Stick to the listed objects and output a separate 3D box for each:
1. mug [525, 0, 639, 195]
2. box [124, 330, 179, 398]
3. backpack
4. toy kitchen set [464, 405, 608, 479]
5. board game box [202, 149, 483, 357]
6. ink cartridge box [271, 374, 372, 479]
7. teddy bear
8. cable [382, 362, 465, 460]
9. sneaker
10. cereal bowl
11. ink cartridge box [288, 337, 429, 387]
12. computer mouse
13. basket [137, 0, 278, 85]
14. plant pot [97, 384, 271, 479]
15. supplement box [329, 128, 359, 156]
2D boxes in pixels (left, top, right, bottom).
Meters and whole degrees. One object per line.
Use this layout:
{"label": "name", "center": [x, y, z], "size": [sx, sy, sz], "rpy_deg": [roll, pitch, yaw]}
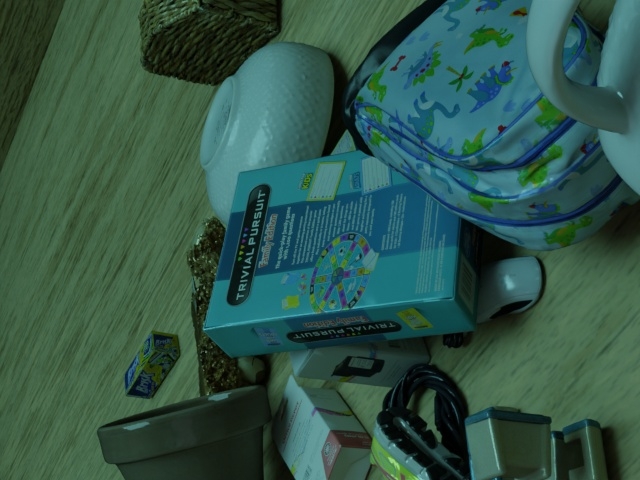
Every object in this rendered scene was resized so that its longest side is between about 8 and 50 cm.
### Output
{"label": "mug", "center": [0.329, -0.176, 0.911], "size": [0.328, 0.374, 0.276], "rpy_deg": [-65, 35, 39]}
{"label": "box", "center": [-0.349, 0.257, 2.415], "size": [0.169, 0.059, 0.054], "rpy_deg": [-55, 34, 40]}
{"label": "backpack", "center": [0.205, -0.143, 1.279], "size": [0.290, 0.273, 0.355], "rpy_deg": [-39, 54, 1]}
{"label": "toy kitchen set", "center": [0.188, 0.219, 1.272], "size": [0.207, 0.166, 0.122], "rpy_deg": [-38, 49, 52]}
{"label": "board game box", "center": [0.036, 0.006, 1.486], "size": [0.336, 0.079, 0.253], "rpy_deg": [-9, 52, 26]}
{"label": "ink cartridge box", "center": [0.000, 0.293, 1.721], "size": [0.198, 0.067, 0.115], "rpy_deg": [49, 125, 55]}
{"label": "teddy bear", "center": [-0.162, 0.124, 2.007], "size": [0.245, 0.113, 0.338], "rpy_deg": [104, 158, -61]}
{"label": "cable", "center": [0.131, 0.247, 1.505], "size": [0.150, 0.047, 0.184], "rpy_deg": [-25, 59, 58]}
{"label": "sneaker", "center": [0.134, 0.300, 1.416], "size": [0.208, 0.081, 0.094], "rpy_deg": [50, 137, 30]}
{"label": "cereal bowl", "center": [-0.109, -0.177, 1.959], "size": [0.339, 0.141, 0.339], "rpy_deg": [-164, 90, -71]}
{"label": "ink cartridge box", "center": [0.042, 0.122, 1.577], "size": [0.072, 0.175, 0.127], "rpy_deg": [-58, 34, 37]}
{"label": "computer mouse", "center": [0.198, 0.063, 1.441], "size": [0.193, 0.042, 0.106], "rpy_deg": [-33, 51, 55]}
{"label": "basket", "center": [-0.230, -0.463, 2.258], "size": [0.299, 0.214, 0.223], "rpy_deg": [-28, 57, 57]}
{"label": "plant pot", "center": [-0.182, 0.359, 1.780], "size": [0.263, 0.263, 0.229], "rpy_deg": [-19, 85, 60]}
{"label": "supplement box", "center": [0.067, -0.118, 1.709], "size": [0.083, 0.083, 0.056], "rpy_deg": [-56, 36, 40]}
